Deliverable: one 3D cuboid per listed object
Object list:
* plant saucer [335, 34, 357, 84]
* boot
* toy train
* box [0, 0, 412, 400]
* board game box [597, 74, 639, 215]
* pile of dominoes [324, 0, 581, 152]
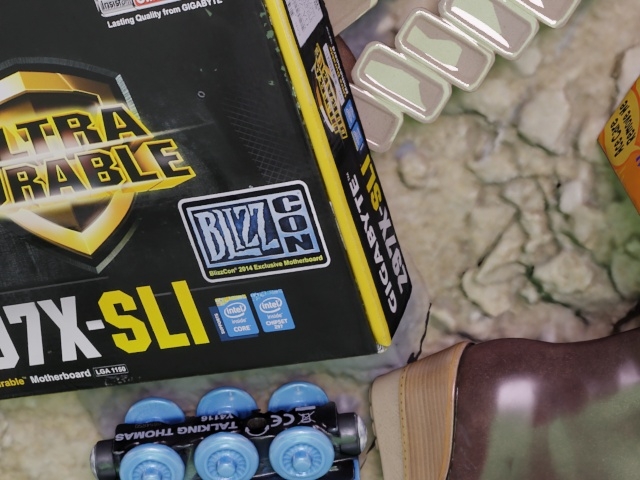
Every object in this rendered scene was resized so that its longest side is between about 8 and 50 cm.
[{"bbox_3d":[-0.052,-0.073,0.964,0.168,0.029,0.168,0,109,1],"label":"plant saucer"},{"bbox_3d":[0.148,0.182,0.988,0.207,0.090,0.248,-10,96,24],"label":"boot"},{"bbox_3d":[-0.058,0.157,1.024,0.184,0.080,0.105,-6,119,1],"label":"toy train"},{"bbox_3d":[-0.133,-0.041,0.898,0.322,0.079,0.257,-8,117,22],"label":"box"},{"bbox_3d":[0.411,-0.062,0.786,0.356,0.356,0.356,30,107,-9],"label":"board game box"},{"bbox_3d":[0.032,-0.166,0.917,0.251,0.040,0.196,-36,96,13],"label":"pile of dominoes"}]
